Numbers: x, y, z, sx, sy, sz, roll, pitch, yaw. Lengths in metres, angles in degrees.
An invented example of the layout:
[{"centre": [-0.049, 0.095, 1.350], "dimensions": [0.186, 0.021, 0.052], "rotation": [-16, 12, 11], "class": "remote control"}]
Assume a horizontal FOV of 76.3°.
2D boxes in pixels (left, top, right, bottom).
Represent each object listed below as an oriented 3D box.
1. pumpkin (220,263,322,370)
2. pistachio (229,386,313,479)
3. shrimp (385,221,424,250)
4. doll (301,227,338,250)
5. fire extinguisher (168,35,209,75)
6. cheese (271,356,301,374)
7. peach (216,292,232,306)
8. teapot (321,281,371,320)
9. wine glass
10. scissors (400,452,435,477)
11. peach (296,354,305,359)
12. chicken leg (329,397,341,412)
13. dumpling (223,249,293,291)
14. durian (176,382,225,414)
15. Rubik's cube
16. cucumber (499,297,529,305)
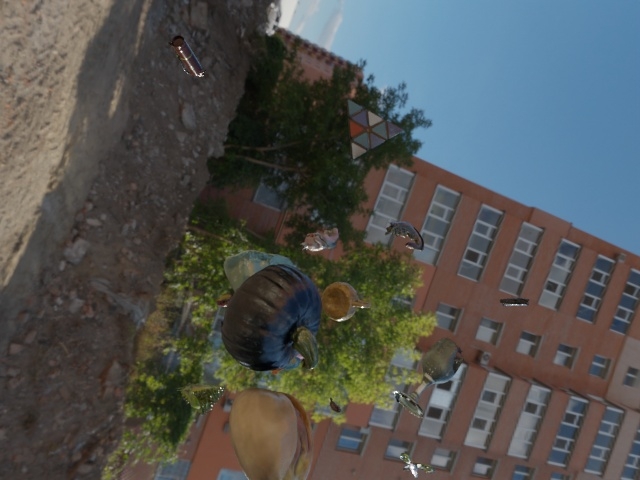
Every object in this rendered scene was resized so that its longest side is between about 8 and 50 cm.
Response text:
[{"centre": [-0.103, 0.215, 1.077], "dimensions": [0.296, 0.296, 0.295], "rotation": [-160, -90, -74], "class": "pumpkin"}, {"centre": [-0.145, 0.540, 1.134], "dimensions": [0.229, 0.230, 0.308], "rotation": [-62, -140, 25], "class": "pistachio"}, {"centre": [0.385, -0.016, 1.820], "dimensions": [0.058, 0.253, 0.173], "rotation": [-46, -112, 32], "class": "shrimp"}, {"centre": [0.000, 0.000, 2.015], "dimensions": [0.192, 0.095, 0.149], "rotation": [-11, -167, 32], "class": "doll"}, {"centre": [-0.348, -0.478, 1.080], "dimensions": [0.132, 0.056, 0.039], "rotation": [63, 15, -70], "class": "fire extinguisher"}, {"centre": [-0.120, 0.439, 1.432], "dimensions": [0.047, 0.111, 0.017], "rotation": [-116, -170, -47], "class": "cheese"}, {"centre": [-0.466, 0.293, 1.977], "dimensions": [0.083, 0.078, 0.050], "rotation": [-140, -142, -68], "class": "peach"}, {"centre": [0.129, 0.321, 2.153], "dimensions": [0.312, 0.167, 0.203], "rotation": [1, -94, 35], "class": "teapot"}, {"centre": [0.430, 0.527, 1.595], "dimensions": [0.321, 0.143, 0.143], "rotation": [-43, -173, -22], "class": "wine glass"}, {"centre": [0.365, 0.886, 1.590], "dimensions": [0.020, 0.134, 0.187], "rotation": [-56, 159, -37], "class": "scissors"}, {"centre": [-0.148, 0.436, 1.715], "dimensions": [0.068, 0.279, 0.189], "rotation": [-42, -160, -11], "class": "peach"}, {"centre": [0.062, 0.750, 1.850], "dimensions": [0.083, 0.036, 0.021], "rotation": [40, -60, 38], "class": "chicken leg"}, {"centre": [-0.282, 0.170, 1.861], "dimensions": [0.212, 0.321, 0.269], "rotation": [20, -94, 35], "class": "dumpling"}, {"centre": [-0.555, 0.709, 1.912], "dimensions": [0.158, 0.169, 0.352], "rotation": [-47, -173, -31], "class": "durian"}, {"centre": [0.157, -0.480, 1.842], "dimensions": [0.284, 0.250, 0.234], "rotation": [-37, 180, -15], "class": "Rubik's cube"}, {"centre": [0.812, 0.256, 1.706], "dimensions": [0.033, 0.034, 0.135], "rotation": [-60, -168, -22], "class": "cucumber"}]
